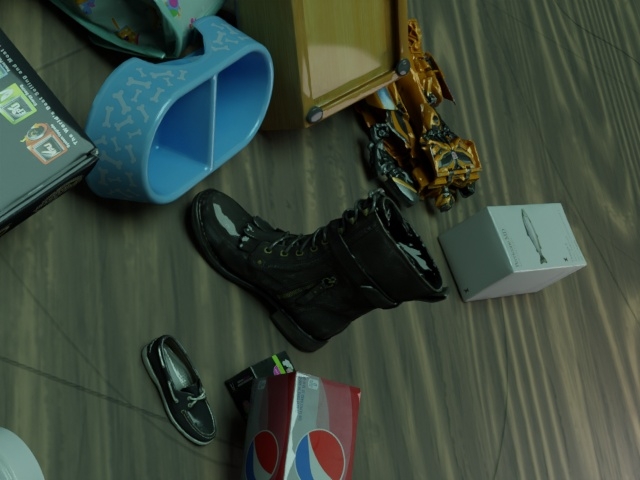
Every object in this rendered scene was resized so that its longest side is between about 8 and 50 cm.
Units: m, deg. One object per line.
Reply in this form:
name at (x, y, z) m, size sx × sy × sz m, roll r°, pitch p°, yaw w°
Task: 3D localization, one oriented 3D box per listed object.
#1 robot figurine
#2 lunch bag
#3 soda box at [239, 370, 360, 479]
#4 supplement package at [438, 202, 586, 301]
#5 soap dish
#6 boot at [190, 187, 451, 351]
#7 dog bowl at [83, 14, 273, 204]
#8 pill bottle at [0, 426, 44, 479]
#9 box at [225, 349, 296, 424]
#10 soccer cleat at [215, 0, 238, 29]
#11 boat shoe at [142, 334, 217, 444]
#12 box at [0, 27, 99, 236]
robot figurine at (0.132, -0.179, 1.665) m, size 0.211 × 0.085 × 0.291 m, roll -12°, pitch 73°, yaw -45°
lunch bag at (-0.227, -0.353, 1.394) m, size 0.262 × 0.160 × 0.223 m, roll 39°, pitch 43°, yaw -9°
soda box at (-0.029, 0.273, 1.184) m, size 0.092 × 0.083 × 0.263 m, roll 20°, pitch 67°, yaw -34°
supplement package at (0.277, 0.015, 1.658) m, size 0.179 × 0.105 × 0.105 m, roll -5°, pitch 69°, yaw -44°
soap dish at (0.007, -0.297, 1.456) m, size 0.229 × 0.290 × 0.118 m, roll -30°, pitch 44°, yaw -28°
boot at (0.000, 0.000, 1.320) m, size 0.263 × 0.229 × 0.091 m, roll 46°, pitch 43°, yaw -10°
dog bowl at (-0.151, -0.144, 1.315) m, size 0.074 × 0.166 × 0.297 m, roll 22°, pitch 38°, yaw 21°
pill bottle at (-0.336, 0.237, 0.943) m, size 0.208 × 0.119 × 0.119 m, roll -24°, pitch 82°, yaw -48°
box at (-0.055, 0.176, 1.290) m, size 0.062 × 0.052 × 0.083 m, roll -21°, pitch 81°, yaw -48°
soccer cleat at (-0.083, -0.301, 1.565) m, size 0.196 × 0.068 × 0.076 m, roll 9°, pitch 64°, yaw -31°
boat shoe at (-0.144, 0.158, 1.229) m, size 0.046 × 0.038 × 0.125 m, roll -21°, pitch 79°, yaw -47°
box at (-0.447, -0.137, 1.046) m, size 0.318 × 0.097 × 0.395 m, roll -39°, pitch 93°, yaw -30°
